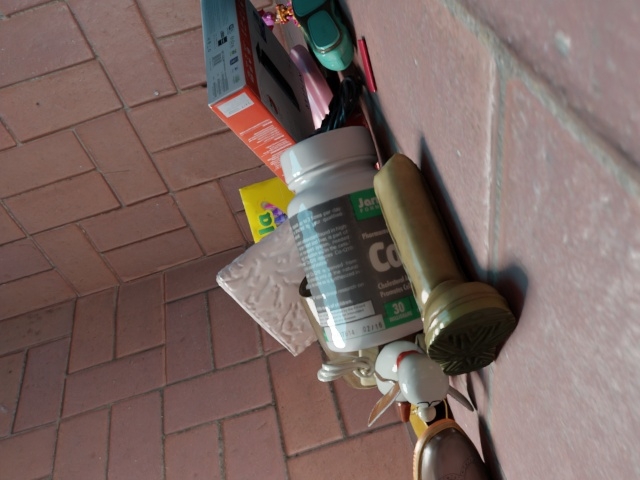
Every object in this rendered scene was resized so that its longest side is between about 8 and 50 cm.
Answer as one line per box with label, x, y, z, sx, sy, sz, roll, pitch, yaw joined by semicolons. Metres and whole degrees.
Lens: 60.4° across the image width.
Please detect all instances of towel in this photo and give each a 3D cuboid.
towel;-0.013;0.068;1.208;0.317;0.331;0.053;54;176;-41

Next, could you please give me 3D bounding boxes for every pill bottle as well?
pill bottle;0.058;-0.002;0.982;0.204;0.204;0.361;77;175;-86

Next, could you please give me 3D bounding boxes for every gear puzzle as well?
gear puzzle;-0.007;-0.497;1.389;0.175;0.044;0.339;-110;0;-51

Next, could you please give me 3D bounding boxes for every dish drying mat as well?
dish drying mat;0.075;-0.281;0.885;0.032;0.008;0.083;-110;4;-69

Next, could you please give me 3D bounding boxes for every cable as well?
cable;0.023;-0.239;1.041;0.047;0.151;0.184;36;-173;-11

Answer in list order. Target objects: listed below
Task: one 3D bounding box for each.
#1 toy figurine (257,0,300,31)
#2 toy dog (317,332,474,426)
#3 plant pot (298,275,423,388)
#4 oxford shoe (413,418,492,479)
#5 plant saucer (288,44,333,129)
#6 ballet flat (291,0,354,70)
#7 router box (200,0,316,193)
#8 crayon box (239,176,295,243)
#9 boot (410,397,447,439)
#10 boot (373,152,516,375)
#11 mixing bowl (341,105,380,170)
toy figurine;-0.109;-0.615;1.524;0.173;0.159;0.130;-112;5;-80
toy dog;0.146;0.257;0.938;0.333;0.220;0.161;2;-100;-69
plant pot;0.064;0.155;1.161;0.230;0.215;0.215;50;-171;-24
oxford shoe;0.257;0.452;0.892;0.364;0.130;0.132;67;164;-18
plant saucer;-0.014;-0.348;1.465;0.332;0.084;0.332;64;-179;-1
ballet flat;0.003;-0.399;1.014;0.087;0.083;0.247;49;-158;-54
router box;-0.116;-0.312;1.125;0.301;0.082;0.336;43;-151;-51
crayon box;0.000;0.000;1.391;0.106;0.313;0.363;75;178;-85
boot;0.223;0.326;1.275;0.211;0.104;0.295;86;166;-60
boot;0.125;0.009;0.654;0.236;0.089;0.270;74;180;-63
mixing bowl;0.057;-0.184;1.173;0.181;0.098;0.182;-17;-90;-89
